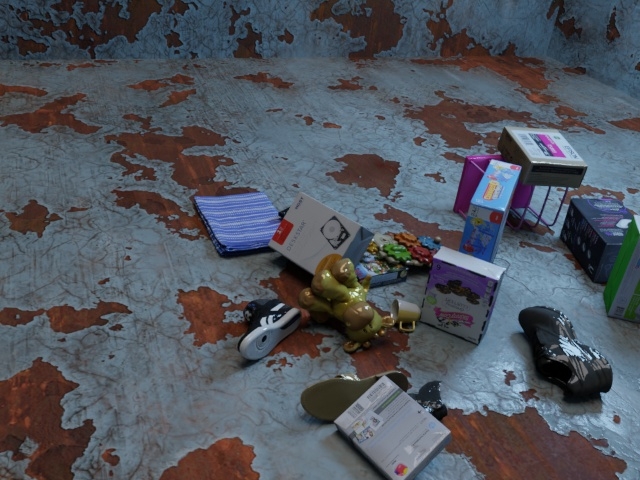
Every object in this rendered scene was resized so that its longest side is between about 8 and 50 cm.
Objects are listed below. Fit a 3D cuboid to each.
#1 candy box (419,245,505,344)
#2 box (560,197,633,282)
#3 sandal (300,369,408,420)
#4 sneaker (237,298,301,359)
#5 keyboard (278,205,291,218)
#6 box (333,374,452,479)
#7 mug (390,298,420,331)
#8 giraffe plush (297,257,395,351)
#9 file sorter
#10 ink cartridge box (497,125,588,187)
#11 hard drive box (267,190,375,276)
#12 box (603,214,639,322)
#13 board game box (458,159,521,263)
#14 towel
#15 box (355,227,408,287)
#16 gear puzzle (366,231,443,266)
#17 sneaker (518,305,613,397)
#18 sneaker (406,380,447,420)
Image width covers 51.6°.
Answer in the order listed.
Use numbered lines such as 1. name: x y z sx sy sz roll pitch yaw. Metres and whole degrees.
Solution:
1. candy box: 0.344 0.135 1.628 0.165 0.196 0.070 20 33 21
2. box: 0.864 -0.002 2.001 0.165 0.143 0.270 1 32 -5
3. sandal: 0.063 0.321 1.408 0.240 0.088 0.079 -8 1 -18
4. sneaker: -0.151 0.202 1.552 0.121 0.079 0.217 20 25 27
5. keyboard: -0.044 -0.044 1.996 0.180 0.023 0.108 29 31 19
6. box: 0.140 0.372 1.299 0.145 0.038 0.186 -40 47 -17
7. mug: 0.215 0.188 1.665 0.064 0.078 0.062 8 -2 -14
8. giraffe plush: 0.074 0.172 1.589 0.210 0.181 0.170 25 23 -47
9. file sorter: 0.618 -0.149 2.145 0.291 0.202 0.182 -5 34 -18
10. ink cartridge box: 0.690 -0.264 2.078 0.193 0.088 0.234 1 37 -11
11. hard drive box: 0.000 0.000 1.792 0.232 0.181 0.089 30 0 35
12. box: 0.907 0.093 1.742 0.231 0.261 0.126 12 31 10
13. board game box: 0.448 -0.024 1.809 0.086 0.301 0.308 17 32 16
14. towel: -0.228 -0.062 1.998 0.243 0.040 0.336 -7 34 -23
15. box: 0.119 0.048 1.875 0.159 0.044 0.233 -10 35 -25
16. gear puzzle: 0.227 0.010 1.885 0.339 0.044 0.175 6 27 -27
17. sneaker: 0.549 0.256 1.564 0.130 0.109 0.286 -13 34 -18
18. sneaker: 0.226 0.359 1.378 0.089 0.051 0.170 -1 28 -4
